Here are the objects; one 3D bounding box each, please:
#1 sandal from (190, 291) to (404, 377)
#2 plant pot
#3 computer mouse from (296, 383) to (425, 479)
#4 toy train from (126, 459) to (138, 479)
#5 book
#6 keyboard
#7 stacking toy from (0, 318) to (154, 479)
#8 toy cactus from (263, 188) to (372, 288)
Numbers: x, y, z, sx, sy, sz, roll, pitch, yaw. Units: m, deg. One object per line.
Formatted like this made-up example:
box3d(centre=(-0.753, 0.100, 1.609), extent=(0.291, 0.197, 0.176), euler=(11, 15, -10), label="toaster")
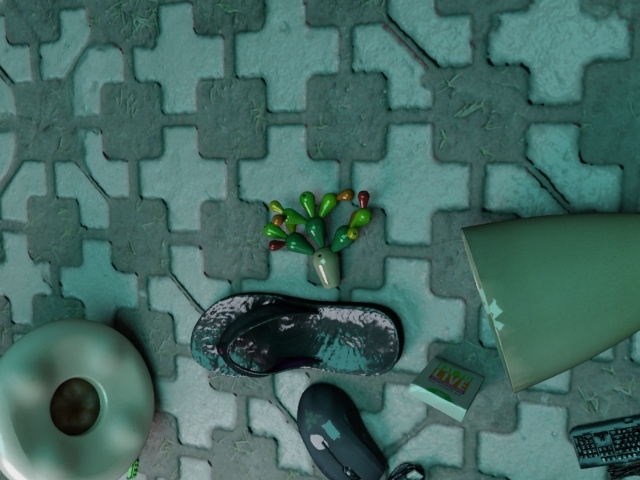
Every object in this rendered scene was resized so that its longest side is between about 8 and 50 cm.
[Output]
box3d(centre=(-0.071, 0.181, 1.303), extent=(0.445, 0.107, 0.168), euler=(-6, 96, 25), label="sandal")
box3d(centre=(0.375, 0.062, 1.026), extent=(0.274, 0.256, 0.256), euler=(-18, 91, 10), label="plant pot")
box3d(centre=(0.048, 0.393, 1.307), extent=(0.188, 0.072, 0.272), euler=(-41, 82, 25), label="computer mouse")
box3d(centre=(-0.419, 0.499, 1.562), extent=(0.017, 0.023, 0.083), euler=(19, 106, 20), label="toy train")
box3d(centre=(0.210, 0.245, 1.168), extent=(0.096, 0.144, 0.035), euler=(25, 108, 18), label="book")
box3d(centre=(0.503, 0.333, 1.111), extent=(0.192, 0.038, 0.100), euler=(-20, 91, 27), label="keyboard")
box3d(centre=(-0.622, 0.366, 1.522), extent=(0.480, 0.350, 0.351), euler=(-15, 93, 43), label="stacking toy")
box3d(centre=(0.000, 0.000, 1.254), extent=(0.219, 0.112, 0.181), euler=(-12, 104, 17), label="toy cactus")
